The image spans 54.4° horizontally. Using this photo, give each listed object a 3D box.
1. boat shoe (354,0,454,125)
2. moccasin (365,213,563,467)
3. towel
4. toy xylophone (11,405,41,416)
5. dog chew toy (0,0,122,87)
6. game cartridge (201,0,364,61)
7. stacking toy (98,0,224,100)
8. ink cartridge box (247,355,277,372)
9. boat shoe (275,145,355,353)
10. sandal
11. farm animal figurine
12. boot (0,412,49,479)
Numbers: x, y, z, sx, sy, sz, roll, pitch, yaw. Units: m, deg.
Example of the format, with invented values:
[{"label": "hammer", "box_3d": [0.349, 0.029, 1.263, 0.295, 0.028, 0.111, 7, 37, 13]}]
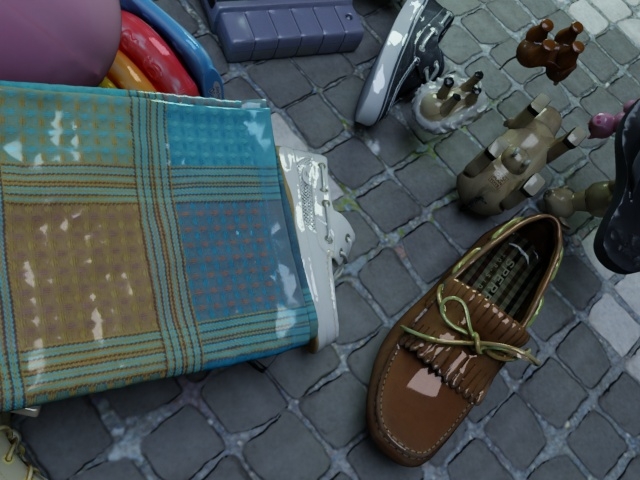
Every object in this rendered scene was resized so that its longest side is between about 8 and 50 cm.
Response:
[{"label": "boat shoe", "box_3d": [0.139, -0.273, 0.955, 0.102, 0.108, 0.301, 27, 52, -2]}, {"label": "moccasin", "box_3d": [0.187, 0.104, 0.748, 0.139, 0.147, 0.380, 46, 60, 8]}, {"label": "towel", "box_3d": [-0.172, -0.009, 0.548, 0.370, 0.040, 0.272, -5, 79, -40]}, {"label": "toy xylophone", "box_3d": [-0.317, 0.064, 0.577, 0.322, 0.236, 0.081, 13, 98, -18]}, {"label": "dog chew toy", "box_3d": [-0.344, -0.156, 0.587, 0.206, 0.206, 0.332, 38, 90, 3]}, {"label": "game cartridge", "box_3d": [-0.096, -0.444, 0.986, 0.230, 0.068, 0.355, -11, 68, -28]}, {"label": "stacking toy", "box_3d": [-0.274, -0.140, 0.733, 0.165, 0.175, 0.302, 43, 71, 9]}, {"label": "ink cartridge box", "box_3d": [-0.125, 0.061, 0.696, 0.207, 0.097, 0.046, 36, 59, 1]}, {"label": "boat shoe", "box_3d": [0.000, 0.000, 0.768, 0.096, 0.098, 0.277, -2, 64, -18]}, {"label": "sandal", "box_3d": [0.425, -0.076, 0.799, 0.097, 0.054, 0.255, 20, 74, -5]}, {"label": "farm animal figurine", "box_3d": [0.329, -0.128, 0.915, 0.326, 0.172, 0.330, -27, 82, -15]}, {"label": "boot", "box_3d": [-0.280, 0.204, 0.578, 0.261, 0.095, 0.204, -6, 65, -17]}]
